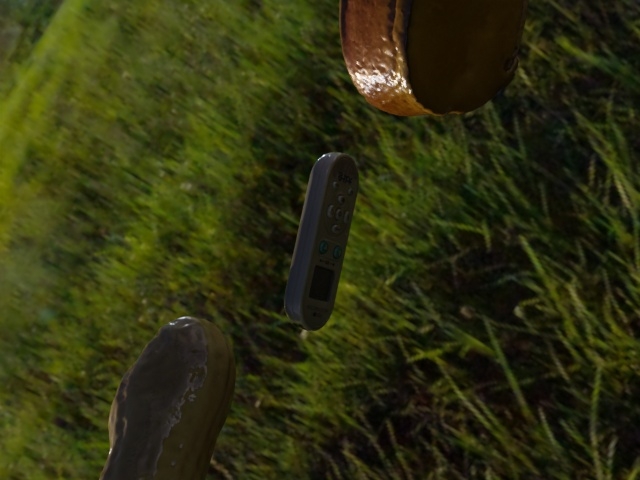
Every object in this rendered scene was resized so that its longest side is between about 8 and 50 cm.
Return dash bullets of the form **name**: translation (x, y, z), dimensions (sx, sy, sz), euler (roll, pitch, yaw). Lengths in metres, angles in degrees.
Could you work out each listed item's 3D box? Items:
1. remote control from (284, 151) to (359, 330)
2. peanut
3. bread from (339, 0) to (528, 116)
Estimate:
- **remote control**: translation (0.000, 0.000, 1.145), dimensions (0.042, 0.078, 0.222), euler (10, 85, 32)
- **peanut**: translation (-0.197, 0.246, 1.141), dimensions (0.147, 0.147, 0.319), euler (-23, 47, 59)
- **bread**: translation (0.121, -0.264, 0.995), dimensions (0.142, 0.195, 0.270), euler (29, 118, 50)
